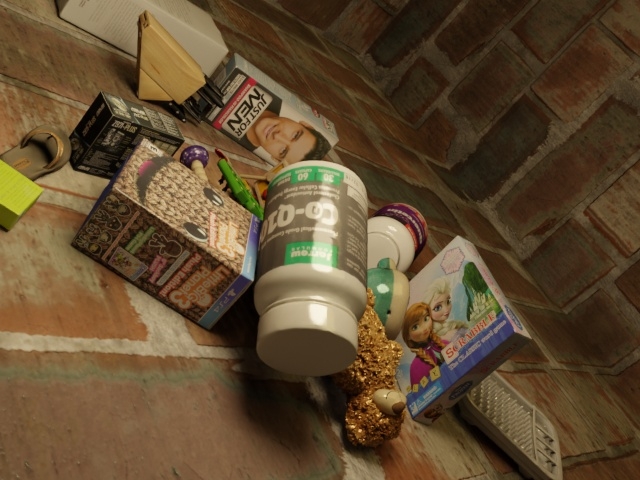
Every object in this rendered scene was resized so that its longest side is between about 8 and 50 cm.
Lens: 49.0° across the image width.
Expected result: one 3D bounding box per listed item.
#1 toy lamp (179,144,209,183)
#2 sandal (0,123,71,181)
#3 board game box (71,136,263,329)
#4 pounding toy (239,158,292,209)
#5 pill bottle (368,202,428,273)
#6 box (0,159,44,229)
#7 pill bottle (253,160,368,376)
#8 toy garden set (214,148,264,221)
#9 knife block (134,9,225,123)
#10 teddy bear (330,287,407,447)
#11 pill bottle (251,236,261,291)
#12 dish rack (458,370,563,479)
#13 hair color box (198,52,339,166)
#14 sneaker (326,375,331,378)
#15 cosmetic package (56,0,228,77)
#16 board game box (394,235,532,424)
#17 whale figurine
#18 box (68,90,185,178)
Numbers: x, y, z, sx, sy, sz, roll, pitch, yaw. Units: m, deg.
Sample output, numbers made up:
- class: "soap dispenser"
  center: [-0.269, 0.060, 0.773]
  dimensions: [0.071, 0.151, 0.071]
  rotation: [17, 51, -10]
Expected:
- class: "toy lamp"
  center: [-0.259, -0.107, 1.577]
  dimensions: [0.080, 0.080, 0.275]
  rotation: [26, 26, -37]
- class: "sandal"
  center: [-0.511, -0.167, 1.273]
  dimensions: [0.090, 0.060, 0.219]
  rotation: [40, 23, -9]
- class: "board game box"
  center: [-0.270, -0.017, 1.307]
  dimensions: [0.291, 0.141, 0.232]
  rotation: [35, 24, -19]
- class: "pounding toy"
  center: [-0.121, -0.140, 1.820]
  dimensions: [0.100, 0.130, 0.141]
  rotation: [40, 19, -41]
- class: "pill bottle"
  center: [0.194, 0.006, 2.000]
  dimensions: [0.181, 0.181, 0.323]
  rotation: [45, 22, 3]
- class: "box"
  center: [-0.546, -0.102, 1.121]
  dimensions: [0.178, 0.042, 0.109]
  rotation: [37, 22, -16]
- class: "pill bottle"
  center: [-0.014, 0.048, 1.280]
  dimensions: [0.204, 0.204, 0.361]
  rotation: [30, 45, -31]
- class: "toy garden set"
  center: [-0.189, -0.106, 1.631]
  dimensions: [0.204, 0.049, 0.244]
  rotation: [58, 2, 35]
- class: "knife block"
  center: [-0.349, -0.435, 1.802]
  dimensions: [0.242, 0.276, 0.088]
  rotation: [-3, 42, -21]
- class: "teddy bear"
  center: [0.095, 0.227, 1.384]
  dimensions: [0.245, 0.113, 0.338]
  rotation: [48, 29, -46]
- class: "pill bottle"
  center: [-0.082, 0.084, 1.468]
  dimensions: [0.124, 0.124, 0.221]
  rotation: [20, 33, -44]
- class: "dish rack"
  center: [0.476, 0.463, 1.815]
  dimensions: [0.333, 0.072, 0.285]
  rotation: [43, 23, -1]
- class: "hair color box"
  center: [-0.149, -0.349, 2.040]
  dimensions: [0.374, 0.185, 0.114]
  rotation: [32, 25, -27]
- class: "sneaker"
  center: [0.038, 0.259, 1.476]
  dimensions: [0.135, 0.052, 0.058]
  rotation: [31, 14, -45]
- class: "cosmetic package"
  center: [-0.503, -0.634, 1.979]
  dimensions: [0.453, 0.161, 0.230]
  rotation: [22, 30, -42]
- class: "board game box"
  center: [0.287, 0.203, 1.632]
  dimensions: [0.066, 0.319, 0.318]
  rotation: [27, 27, -34]
- class: "whale figurine"
  center: [0.111, 0.139, 1.643]
  dimensions: [0.141, 0.216, 0.272]
  rotation: [14, 5, -9]
- class: "box"
  center: [-0.393, -0.198, 1.413]
  dimensions: [0.180, 0.147, 0.078]
  rotation: [13, 38, -50]
